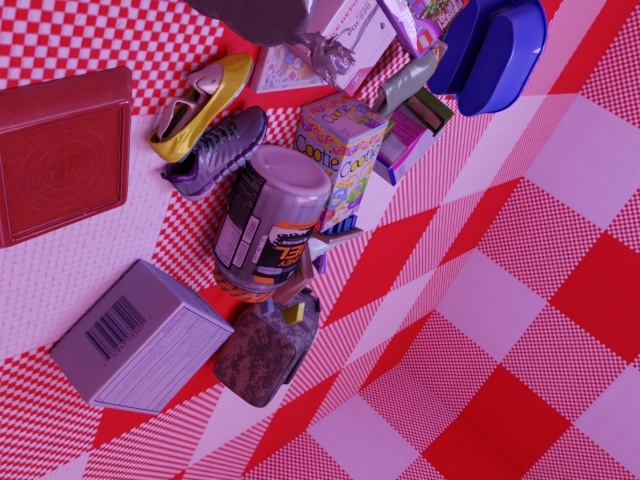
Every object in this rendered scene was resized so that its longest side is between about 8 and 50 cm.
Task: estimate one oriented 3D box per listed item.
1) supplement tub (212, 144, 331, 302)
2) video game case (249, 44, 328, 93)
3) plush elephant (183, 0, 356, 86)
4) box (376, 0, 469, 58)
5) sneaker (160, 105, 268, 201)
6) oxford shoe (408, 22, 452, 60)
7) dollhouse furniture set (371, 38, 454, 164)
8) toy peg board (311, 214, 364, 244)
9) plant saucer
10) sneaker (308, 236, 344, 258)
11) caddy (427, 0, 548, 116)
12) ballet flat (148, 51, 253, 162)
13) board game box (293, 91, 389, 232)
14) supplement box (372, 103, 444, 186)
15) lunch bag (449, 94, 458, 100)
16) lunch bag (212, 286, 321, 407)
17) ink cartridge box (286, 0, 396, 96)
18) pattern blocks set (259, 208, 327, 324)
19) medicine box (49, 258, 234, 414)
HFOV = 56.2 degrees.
[{"bbox_3d":[-0.117,-0.030,1.298,0.193,0.193,0.316,-21,144,-49],"label":"supplement tub"},{"bbox_3d":[-0.022,-0.385,1.138,0.227,0.026,0.206,-23,145,-47],"label":"video game case"},{"bbox_3d":[-0.050,-0.406,0.812,0.271,0.256,0.330,-19,136,36],"label":"plush elephant"},{"bbox_3d":[0.186,-0.522,1.158,0.201,0.057,0.293,-49,141,4],"label":"box"},{"bbox_3d":[-0.190,-0.171,1.099,0.224,0.083,0.098,-48,152,-1],"label":"sneaker"},{"bbox_3d":[0.285,-0.519,1.418,0.096,0.082,0.227,-23,147,-54],"label":"oxford shoe"},{"bbox_3d":[0.221,-0.308,1.413,0.197,0.151,0.301,-46,177,-12],"label":"dollhouse furniture set"},{"bbox_3d":[0.013,-0.066,1.541,0.161,0.160,0.079,-16,124,-53],"label":"toy peg board"},{"bbox_3d":[-0.384,-0.109,0.884,0.258,0.047,0.259,-28,150,-40],"label":"plant saucer"},{"bbox_3d":[-0.035,0.033,1.666,0.255,0.094,0.151,-13,133,-40],"label":"sneaker"},{"bbox_3d":[0.426,-0.480,1.532,0.179,0.241,0.341,-25,148,-36],"label":"caddy"},{"bbox_3d":[-0.203,-0.231,0.997,0.231,0.077,0.077,-50,141,7],"label":"ballet flat"},{"bbox_3d":[0.028,-0.181,1.392,0.144,0.142,0.275,-31,151,-37],"label":"board game box"},{"bbox_3d":[0.229,-0.278,1.646,0.220,0.114,0.111,-46,156,-6],"label":"supplement box"},{"bbox_3d":[0.458,-0.485,1.775,0.176,0.090,0.219,-55,156,20],"label":"lunch bag"},{"bbox_3d":[-0.137,0.295,1.765,0.305,0.212,0.256,-62,171,28],"label":"lunch bag"},{"bbox_3d":[0.034,-0.381,1.097,0.159,0.092,0.218,-54,156,9],"label":"ink cartridge box"},{"bbox_3d":[-0.072,0.057,1.424,0.026,0.286,0.324,5,165,-31],"label":"pattern blocks set"},{"bbox_3d":[-0.365,0.217,1.286,0.263,0.149,0.289,-47,157,-6],"label":"medicine box"}]
